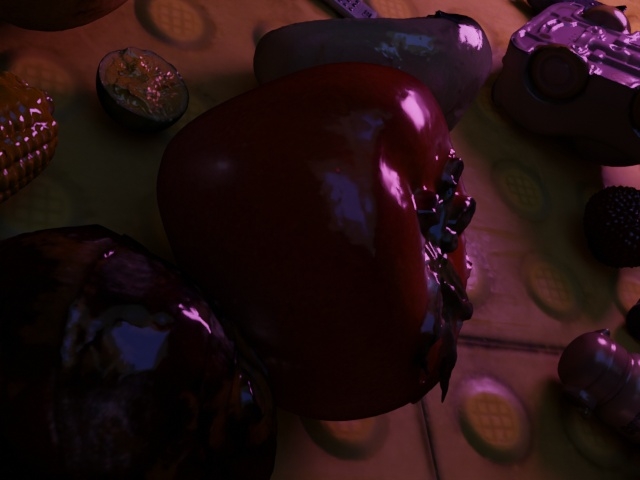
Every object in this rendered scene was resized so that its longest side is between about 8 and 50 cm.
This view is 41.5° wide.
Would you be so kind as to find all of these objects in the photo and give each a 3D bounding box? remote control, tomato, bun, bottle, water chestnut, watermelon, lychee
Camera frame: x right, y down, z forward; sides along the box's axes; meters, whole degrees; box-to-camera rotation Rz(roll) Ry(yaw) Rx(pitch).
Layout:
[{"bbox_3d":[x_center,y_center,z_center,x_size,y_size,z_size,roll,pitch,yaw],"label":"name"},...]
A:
[{"bbox_3d":[0.027,-0.359,1.251,0.124,0.018,0.053,38,46,-3],"label":"remote control"},{"bbox_3d":[0.000,0.000,0.804,0.341,0.273,0.341,-2,90,-67],"label":"tomato"},{"bbox_3d":[0.063,-0.174,1.018,0.293,0.293,0.187,-12,103,-37],"label":"bun"},{"bbox_3d":[0.382,0.199,1.023,0.209,0.097,0.110,35,74,-4],"label":"bottle"},{"bbox_3d":[-0.174,0.123,0.621,0.289,0.289,0.244,40,76,-1],"label":"water chestnut"},{"bbox_3d":[-0.202,-0.159,0.932,0.105,0.062,0.105,23,44,-25],"label":"watermelon"},{"bbox_3d":[0.434,-0.016,1.193,0.129,0.123,0.123,24,36,35],"label":"lychee"}]

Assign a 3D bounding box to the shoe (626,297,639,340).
[{"bbox_3d":[0.511,0.140,1.162,0.194,0.074,0.077,39,41,1],"label":"shoe"}]

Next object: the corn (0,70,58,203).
[{"bbox_3d":[-0.360,-0.036,0.708,0.120,0.120,0.363,40,48,-1],"label":"corn"}]

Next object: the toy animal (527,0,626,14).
[{"bbox_3d":[0.453,-0.399,1.483,0.210,0.117,0.121,39,53,-4],"label":"toy animal"}]

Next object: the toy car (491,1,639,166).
[{"bbox_3d":[0.452,-0.205,1.304,0.336,0.226,0.242,26,42,23],"label":"toy car"}]

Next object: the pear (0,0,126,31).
[{"bbox_3d":[-0.296,-0.373,0.871,0.314,0.314,0.314,17,51,-22],"label":"pear"}]
